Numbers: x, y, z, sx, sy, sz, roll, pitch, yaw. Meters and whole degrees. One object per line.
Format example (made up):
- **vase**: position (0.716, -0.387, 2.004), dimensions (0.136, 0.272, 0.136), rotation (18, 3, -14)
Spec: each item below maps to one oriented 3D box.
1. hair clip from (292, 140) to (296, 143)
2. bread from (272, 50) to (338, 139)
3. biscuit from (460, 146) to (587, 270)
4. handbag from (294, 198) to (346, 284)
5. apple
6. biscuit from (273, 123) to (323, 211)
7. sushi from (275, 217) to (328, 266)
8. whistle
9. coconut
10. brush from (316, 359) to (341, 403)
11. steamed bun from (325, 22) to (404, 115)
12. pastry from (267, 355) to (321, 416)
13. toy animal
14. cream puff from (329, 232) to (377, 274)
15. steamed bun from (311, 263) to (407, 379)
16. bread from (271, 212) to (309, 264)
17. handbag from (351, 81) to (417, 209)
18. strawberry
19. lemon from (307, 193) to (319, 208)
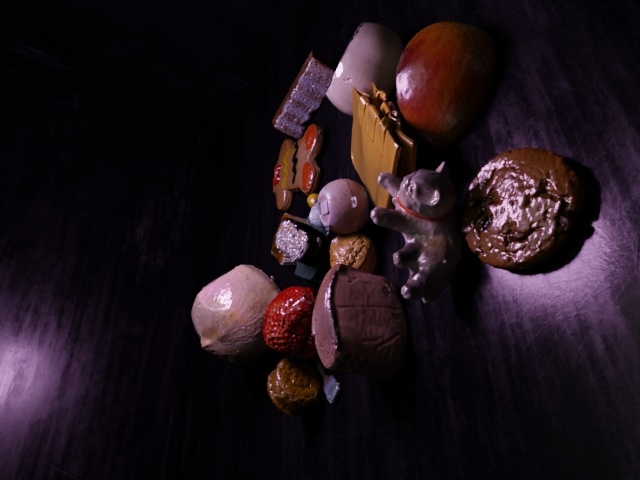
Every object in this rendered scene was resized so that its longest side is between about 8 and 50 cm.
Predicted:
- **hair clip**: position (-0.162, -0.428, 2.273), dimensions (0.116, 0.049, 0.172), rotation (-119, 47, -59)
- **bread**: position (-0.076, -0.691, 2.124), dimensions (0.416, 0.165, 0.113), rotation (-51, 34, 38)
- **biscuit**: position (0.422, -0.072, 0.961), dimensions (0.296, 0.075, 0.295), rotation (-37, 45, 51)
- **handbag**: position (0.000, 0.000, 1.696), dimensions (0.238, 0.089, 0.326), rotation (8, 82, 64)
- **apple**: position (0.348, -0.442, 1.217), dimensions (0.254, 0.179, 0.345), rotation (16, 90, 25)
- **biscuit**: position (-0.123, -0.333, 2.067), dimensions (0.394, 0.076, 0.367), rotation (-7, 76, 58)
- **sushi**: position (-0.070, 0.002, 1.594), dimensions (0.136, 0.126, 0.225), rotation (-64, 31, 11)
- **whistle**: position (0.060, -0.107, 1.491), dimensions (0.348, 0.189, 0.189), rotation (170, 113, -68)
- **coconut**: position (-0.352, 0.331, 1.832), dimensions (0.405, 0.405, 0.404), rotation (-38, 44, 49)
- **brush**: position (0.018, 0.463, 1.480), dimensions (0.070, 0.021, 0.196), rotation (-65, 28, 12)
- **steamed bun**: position (0.167, -0.585, 1.532), dimensions (0.324, 0.206, 0.324), rotation (-61, 7, 13)
- **pastry**: position (-0.090, 0.495, 1.490), dimensions (0.103, 0.189, 0.188), rotation (-51, 35, 27)
- **toy animal**: position (0.264, -0.022, 1.060), dimensions (0.188, 0.266, 0.307), rotation (-28, 33, 46)
- **cream puff**: position (0.098, 0.055, 1.439), dimensions (0.189, 0.130, 0.188), rotation (-34, 47, 46)
- **steamed bun**: position (0.095, 0.238, 1.245), dimensions (0.199, 0.252, 0.301), rotation (124, 153, -51)
- **bread**: position (-0.135, -0.004, 1.921), dimensions (0.209, 0.110, 0.192), rotation (-69, 27, 10)
- **handbag**: position (0.192, -0.282, 1.335), dimensions (0.400, 0.133, 0.282), rotation (-107, 5, -46)
- **strawberry**: position (-0.069, 0.267, 1.496), dimensions (0.288, 0.250, 0.238), rotation (103, 166, -50)
- **lemon**: position (-0.024, -0.166, 1.852), dimensions (0.065, 0.065, 0.092), rotation (-63, 32, 20)
